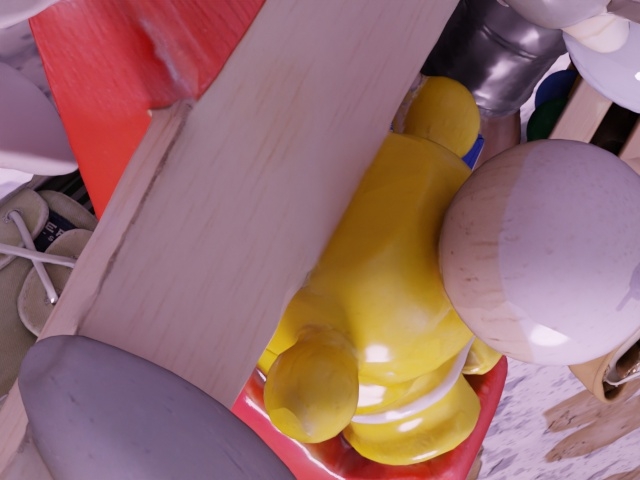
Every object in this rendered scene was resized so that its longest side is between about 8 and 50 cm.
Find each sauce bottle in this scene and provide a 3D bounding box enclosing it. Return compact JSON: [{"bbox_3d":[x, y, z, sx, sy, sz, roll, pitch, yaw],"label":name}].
[{"bbox_3d":[0.040,-0.039,1.116,0.111,0.111,0.344,-11,152,-35],"label":"sauce bottle"}]

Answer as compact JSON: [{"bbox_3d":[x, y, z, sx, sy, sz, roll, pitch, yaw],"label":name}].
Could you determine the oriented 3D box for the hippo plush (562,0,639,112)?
[{"bbox_3d":[0.248,-0.140,0.921,0.234,0.237,0.294,-172,-76,-81],"label":"hippo plush"}]

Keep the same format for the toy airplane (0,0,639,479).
[{"bbox_3d":[0.002,-0.033,0.758,0.384,0.272,0.386,-3,104,-64],"label":"toy airplane"}]

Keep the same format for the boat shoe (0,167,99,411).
[{"bbox_3d":[-0.136,0.012,0.949,0.302,0.109,0.094,-51,169,-39],"label":"boat shoe"}]

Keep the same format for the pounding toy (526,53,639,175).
[{"bbox_3d":[0.192,-0.113,1.140,0.181,0.094,0.206,-62,-179,23],"label":"pounding toy"}]

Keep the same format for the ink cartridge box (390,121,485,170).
[{"bbox_3d":[0.000,0.000,1.060,0.207,0.097,0.046,-60,-178,46],"label":"ink cartridge box"}]

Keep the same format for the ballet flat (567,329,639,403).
[{"bbox_3d":[0.294,0.059,1.659,0.080,0.073,0.232,-10,151,-37],"label":"ballet flat"}]

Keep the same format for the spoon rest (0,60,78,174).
[{"bbox_3d":[-0.234,-0.018,0.919,0.276,0.084,0.137,-25,160,30],"label":"spoon rest"}]
